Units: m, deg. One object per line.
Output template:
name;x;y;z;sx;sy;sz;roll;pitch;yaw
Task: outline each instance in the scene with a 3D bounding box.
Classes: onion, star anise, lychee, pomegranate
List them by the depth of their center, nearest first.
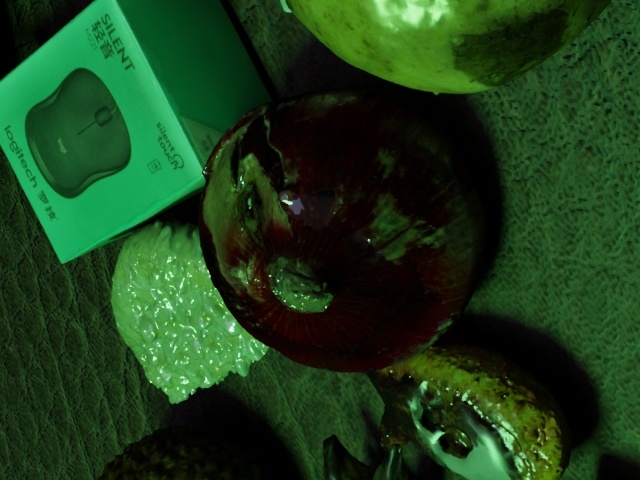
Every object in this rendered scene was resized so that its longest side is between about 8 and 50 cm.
pomegranate;0.091;-0.244;1.334;0.281;0.281;0.281;24;128;36
onion;0.000;0.000;1.586;0.272;0.195;0.272;8;110;22
star anise;0.068;0.305;1.766;0.272;0.102;0.272;36;149;26
lychee;-0.144;0.324;1.917;0.236;0.271;0.236;13;137;13

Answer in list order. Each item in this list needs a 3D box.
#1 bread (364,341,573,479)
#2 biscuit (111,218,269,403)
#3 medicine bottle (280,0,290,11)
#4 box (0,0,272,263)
bread;0.127;0.152;1.657;0.269;0.095;0.139;16;127;58
biscuit;-0.128;0.057;1.848;0.179;0.084;0.281;48;144;-9
medicine bottle;0.023;-0.233;1.551;0.118;0.074;0.055;-4;107;47
box;-0.193;-0.122;1.810;0.311;0.118;0.205;-26;93;50
